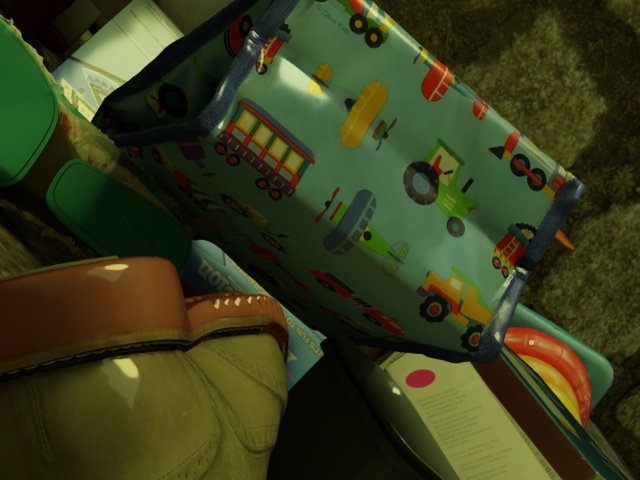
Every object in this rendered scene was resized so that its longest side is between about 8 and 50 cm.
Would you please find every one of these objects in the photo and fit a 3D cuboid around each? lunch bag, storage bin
[{"bbox_3d":[-0.021,-0.025,1.104,0.221,0.138,0.293,39,-24,-17],"label":"lunch bag"},{"bbox_3d":[0.019,0.135,1.068,0.098,0.091,0.135,44,8,-35],"label":"storage bin"}]

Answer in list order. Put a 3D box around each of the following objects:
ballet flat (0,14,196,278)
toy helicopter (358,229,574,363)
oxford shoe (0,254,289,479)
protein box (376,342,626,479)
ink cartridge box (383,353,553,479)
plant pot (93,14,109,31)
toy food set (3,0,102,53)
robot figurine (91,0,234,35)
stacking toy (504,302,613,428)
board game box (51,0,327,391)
[{"bbox_3d":[-0.171,-0.049,1.024,0.077,0.091,0.241,4,-39,53],"label":"ballet flat"},{"bbox_3d":[0.088,0.003,1.462,0.140,0.235,0.355,52,-6,26],"label":"toy helicopter"},{"bbox_3d":[-0.076,0.090,0.742,0.348,0.123,0.130,26,50,-78],"label":"oxford shoe"},{"bbox_3d":[0.150,0.188,1.444,0.201,0.136,0.200,53,7,35],"label":"protein box"},{"bbox_3d":[0.112,0.194,1.151,0.371,0.069,0.176,-118,-166,-59],"label":"ink cartridge box"},{"bbox_3d":[-0.132,-0.258,1.891,0.274,0.256,0.256,34,4,7],"label":"plant pot"},{"bbox_3d":[-0.252,-0.209,1.430,0.111,0.104,0.232,36,-15,15],"label":"toy food set"},{"bbox_3d":[-0.100,-0.261,1.308,0.278,0.209,0.174,92,-10,-57],"label":"robot figurine"},{"bbox_3d":[0.186,0.200,1.676,0.175,0.166,0.302,32,21,-12],"label":"stacking toy"},{"bbox_3d":[-0.078,-0.031,1.265,0.281,0.145,0.027,48,-36,-10],"label":"board game box"}]
